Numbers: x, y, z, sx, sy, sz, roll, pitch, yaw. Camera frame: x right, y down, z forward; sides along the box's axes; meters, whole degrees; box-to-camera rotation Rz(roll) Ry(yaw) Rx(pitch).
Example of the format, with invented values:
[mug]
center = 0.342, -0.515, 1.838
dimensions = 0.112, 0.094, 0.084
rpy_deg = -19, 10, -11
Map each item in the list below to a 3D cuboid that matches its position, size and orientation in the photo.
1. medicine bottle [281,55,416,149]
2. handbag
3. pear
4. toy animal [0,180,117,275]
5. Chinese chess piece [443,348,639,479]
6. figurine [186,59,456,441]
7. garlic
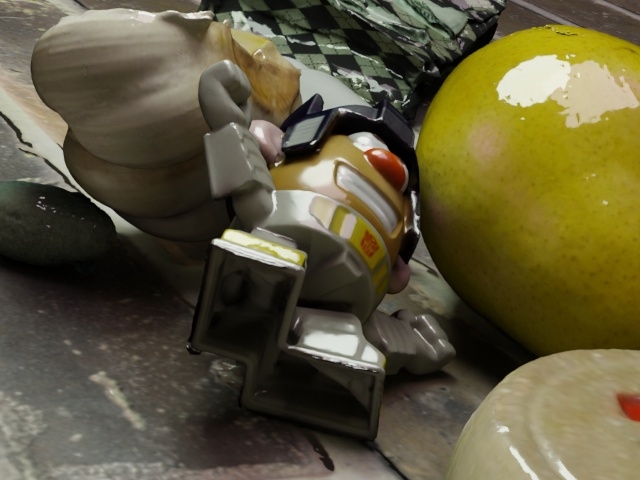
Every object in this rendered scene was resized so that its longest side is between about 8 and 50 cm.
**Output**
[medicine bottle]
center = -0.007, -0.084, 1.515
dimensions = 0.143, 0.143, 0.258
rpy_deg = 2, 22, -26
[handbag]
center = 0.060, -0.293, 2.109
dimensions = 0.317, 0.180, 0.416
rpy_deg = 30, 22, 12
[pear]
center = 0.207, -0.021, 1.325
dimensions = 0.285, 0.285, 0.336
rpy_deg = 13, 50, 2
[toy animal]
center = -0.273, -0.027, 1.328
dimensions = 0.253, 0.070, 0.079
rpy_deg = 18, -1, 33
[Chinese chess piece]
center = 0.233, 0.189, 0.912
dimensions = 0.338, 0.140, 0.338
rpy_deg = 10, 20, -4
[figurine]
center = -0.004, -0.002, 1.192
dimensions = 0.143, 0.308, 0.308
rpy_deg = -11, 14, 18
[garlic]
center = -0.131, -0.089, 1.314
dimensions = 0.203, 0.184, 0.281
rpy_deg = -3, 2, 23
